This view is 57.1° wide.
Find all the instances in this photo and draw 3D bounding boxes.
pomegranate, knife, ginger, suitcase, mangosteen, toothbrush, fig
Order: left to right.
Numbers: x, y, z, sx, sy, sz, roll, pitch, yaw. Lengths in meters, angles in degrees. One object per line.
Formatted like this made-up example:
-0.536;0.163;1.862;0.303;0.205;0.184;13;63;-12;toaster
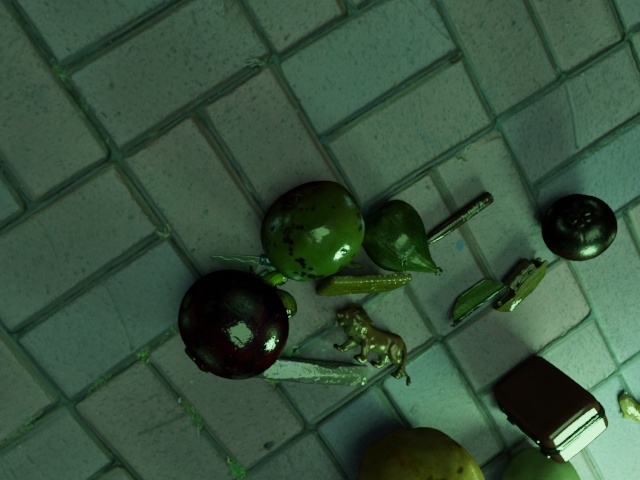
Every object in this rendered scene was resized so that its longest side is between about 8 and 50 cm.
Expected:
-0.208;0.197;1.580;0.359;0.306;0.306;-47;107;-12;mangosteen
-0.194;0.064;1.696;0.244;0.032;0.058;0;107;-9;knife
-0.010;0.007;1.602;0.291;0.291;0.323;-21;111;-9;pomegranate
0.245;0.013;1.667;0.203;0.235;0.203;-33;144;-29;fig
0.297;0.764;1.777;0.412;0.411;0.411;-2;101;-13;pomegranate
0.381;-0.034;1.803;0.364;0.041;0.041;-35;106;-4;toothbrush
0.722;0.526;1.857;0.236;0.297;0.161;-38;115;-3;suitcase
0.795;-0.034;1.827;0.216;0.216;0.216;-2;101;-13;mangosteen
1.191;0.619;2.096;0.295;0.086;0.131;24;116;-12;ginger

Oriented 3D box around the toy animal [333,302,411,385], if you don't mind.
0.164;0.305;1.792;0.312;0.097;0.157;27;87;-18;toy animal

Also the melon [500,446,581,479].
0.725;0.839;1.932;0.269;0.268;0.330;12;90;-15;melon

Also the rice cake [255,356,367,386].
-0.047;0.390;1.771;0.399;0.064;0.070;8;89;-15;rice cake

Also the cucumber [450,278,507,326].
0.481;0.191;1.860;0.220;0.070;0.046;-35;145;-6;cucumber

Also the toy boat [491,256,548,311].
0.633;0.138;1.883;0.088;0.068;0.226;43;92;-12;toy boat

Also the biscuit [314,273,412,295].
0.120;0.130;1.700;0.255;0.172;0.029;-1;74;-17;biscuit
